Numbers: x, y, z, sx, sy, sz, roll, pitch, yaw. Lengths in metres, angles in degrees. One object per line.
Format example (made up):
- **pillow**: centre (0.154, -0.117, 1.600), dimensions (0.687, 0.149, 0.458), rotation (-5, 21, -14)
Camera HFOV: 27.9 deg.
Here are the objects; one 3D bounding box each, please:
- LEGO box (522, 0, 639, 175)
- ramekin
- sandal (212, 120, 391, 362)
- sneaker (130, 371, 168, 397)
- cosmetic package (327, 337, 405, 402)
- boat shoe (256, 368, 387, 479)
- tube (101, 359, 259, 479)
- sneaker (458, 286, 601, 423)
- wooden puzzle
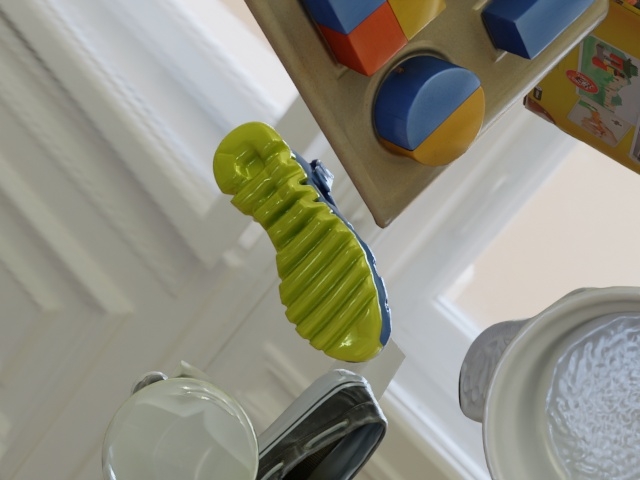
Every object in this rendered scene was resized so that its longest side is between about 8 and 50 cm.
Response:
- **LEGO box**: centre (0.473, -0.238, 1.646), dimensions (0.372, 0.193, 0.500), rotation (33, -9, 13)
- **ramekin**: centre (0.306, 0.178, 1.238), dimensions (0.277, 0.277, 0.135), rotation (46, 17, 15)
- **sandal**: centre (0.000, 0.000, 1.513), dimensions (0.138, 0.126, 0.317), rotation (14, 46, -59)
- **sneaker**: centre (-0.212, 0.291, 1.782), dimensions (0.086, 0.132, 0.229), rotation (-15, 84, -17)
- **cosmetic package**: centre (0.037, 0.253, 2.019), dimensions (0.060, 0.099, 0.239), rotation (50, 50, -17)
- **boat shoe**: centre (-0.045, 0.315, 1.651), dimensions (0.121, 0.335, 0.119), rotation (30, 12, -33)
- **tube**: centre (-0.057, 0.098, 0.610), dimensions (0.062, 0.070, 0.240), rotation (17, -6, 1)
- **sneaker**: centre (0.334, 0.158, 1.519), dimensions (0.236, 0.323, 0.130), rotation (14, 62, -21)
- **wooden puzzle**: centre (0.118, -0.210, 1.118), dimensions (0.080, 0.322, 0.348), rotation (34, -18, 44)
